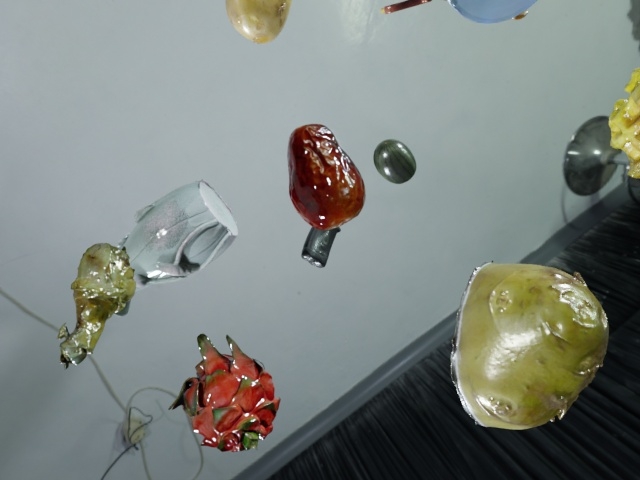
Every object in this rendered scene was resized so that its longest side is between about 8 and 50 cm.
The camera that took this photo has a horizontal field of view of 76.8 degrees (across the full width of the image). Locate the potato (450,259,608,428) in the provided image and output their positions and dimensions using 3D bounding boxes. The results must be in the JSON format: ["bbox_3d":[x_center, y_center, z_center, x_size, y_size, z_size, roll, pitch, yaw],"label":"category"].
[{"bbox_3d":[0.360,0.188,0.674,0.246,0.196,0.299,0,90,-40],"label":"potato"}]

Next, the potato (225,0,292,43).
[{"bbox_3d":[-0.102,-0.428,0.681,0.109,0.118,0.178,11,109,5],"label":"potato"}]

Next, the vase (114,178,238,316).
[{"bbox_3d":[-0.462,0.031,1.156,0.445,0.250,0.250,-35,116,4],"label":"vase"}]

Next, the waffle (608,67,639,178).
[{"bbox_3d":[0.474,-0.083,0.434,0.060,0.307,0.312,-28,107,-9],"label":"waffle"}]

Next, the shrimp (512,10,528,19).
[{"bbox_3d":[0.378,-0.635,0.901,0.317,0.062,0.164,52,51,-17],"label":"shrimp"}]

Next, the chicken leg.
[{"bbox_3d":[-0.384,0.105,0.702,0.103,0.227,0.088,3,146,-10],"label":"chicken leg"}]

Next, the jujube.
[{"bbox_3d":[0.006,-0.154,0.987,0.190,0.190,0.255,-13,86,-17],"label":"jujube"}]

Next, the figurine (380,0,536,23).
[{"bbox_3d":[0.185,-0.506,0.655,0.277,0.388,0.248,-28,125,11],"label":"figurine"}]

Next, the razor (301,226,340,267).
[{"bbox_3d":[0.000,0.000,1.186,0.090,0.054,0.148,38,66,-39],"label":"razor"}]

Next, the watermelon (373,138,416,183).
[{"bbox_3d":[0.156,-0.161,0.838,0.111,0.078,0.078,39,90,-34],"label":"watermelon"}]

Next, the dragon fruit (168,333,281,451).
[{"bbox_3d":[-0.202,0.334,0.881,0.192,0.274,0.193,-42,149,0],"label":"dragon fruit"}]
